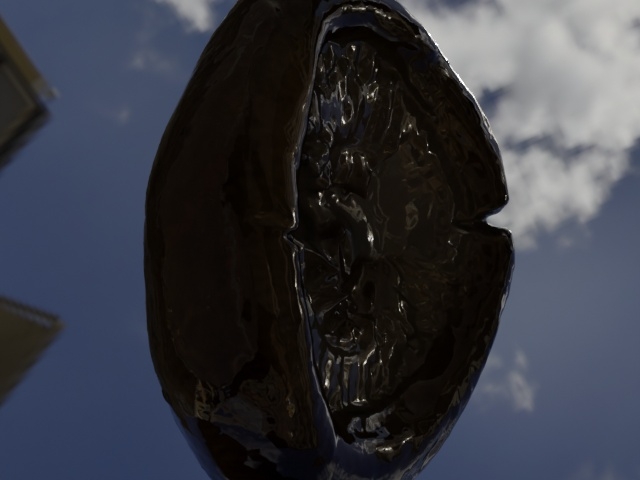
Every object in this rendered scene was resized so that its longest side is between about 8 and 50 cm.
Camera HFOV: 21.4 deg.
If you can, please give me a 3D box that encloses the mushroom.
[{"bbox_3d":[0.000,0.000,0.375,0.052,0.123,0.123,-2,-132,30],"label":"mushroom"}]
